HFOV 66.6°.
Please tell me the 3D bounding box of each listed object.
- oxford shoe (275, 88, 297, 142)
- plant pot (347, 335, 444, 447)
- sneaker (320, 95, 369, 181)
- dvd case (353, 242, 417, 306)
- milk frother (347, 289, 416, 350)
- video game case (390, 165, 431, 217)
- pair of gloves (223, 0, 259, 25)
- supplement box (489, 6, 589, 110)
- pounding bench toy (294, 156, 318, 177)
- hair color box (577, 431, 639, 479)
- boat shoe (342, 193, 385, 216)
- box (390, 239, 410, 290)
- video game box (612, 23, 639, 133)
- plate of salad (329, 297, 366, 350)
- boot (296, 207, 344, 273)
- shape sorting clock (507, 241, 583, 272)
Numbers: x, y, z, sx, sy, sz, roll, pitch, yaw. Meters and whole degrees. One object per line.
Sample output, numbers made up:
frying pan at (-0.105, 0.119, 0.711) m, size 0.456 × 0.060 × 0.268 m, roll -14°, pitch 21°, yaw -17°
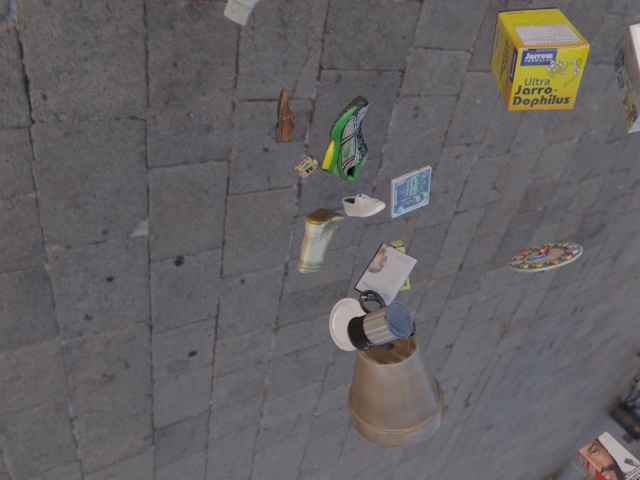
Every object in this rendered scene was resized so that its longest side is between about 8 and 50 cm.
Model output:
oxford shoe at (-0.120, -0.445, 1.742) m, size 0.076 × 0.076 × 0.212 m, roll 0°, pitch 138°, yaw -7°
plant pot at (0.232, 0.447, 1.581) m, size 0.323 × 0.323 × 0.280 m, roll -24°, pitch 121°, yaw -22°
sneaker at (0.114, -0.348, 1.688) m, size 0.134 × 0.146 × 0.343 m, roll -53°, pitch 168°, yaw -35°
dvd case at (0.284, 0.149, 2.132) m, size 0.253 × 0.180 × 0.022 m, roll -57°, pitch 153°, yaw -11°
milk frother at (0.143, 0.171, 1.141) m, size 0.129 × 0.143 × 0.135 m, roll 0°, pitch 159°, yaw -41°
video game case at (0.357, -0.191, 1.930) m, size 0.173 × 0.022 × 0.190 m, roll -22°, pitch 137°, yaw -14°
pair of gloves at (-0.272, -0.736, 1.357) m, size 0.240 × 0.042 × 0.204 m, roll 26°, pitch 134°, yaw -25°
supplement box at (0.673, -0.580, 1.542) m, size 0.194 × 0.356 × 0.195 m, roll 0°, pitch 131°, yaw 8°
pounding bench toy at (-0.052, -0.281, 1.873) m, size 0.065 × 0.083 × 0.052 m, roll -45°, pitch 105°, yaw -22°
hair color box at (0.707, 0.549, 1.146) m, size 0.093 × 0.167 × 0.053 m, roll -28°, pitch 127°, yaw -10°
boat shoe at (0.132, -0.118, 1.547) m, size 0.066 × 0.184 × 0.063 m, roll -37°, pitch 110°, yaw -19°
box at (0.388, 0.120, 2.375) m, size 0.058 × 0.087 × 0.232 m, roll -11°, pitch 106°, yaw 2°
video game box at (0.792, -0.399, 1.218) m, size 0.048 × 0.205 × 0.187 m, roll -8°, pitch 168°, yaw 16°
plate of salad at (0.111, 0.320, 1.863) m, size 0.048 × 0.200 × 0.200 m, roll 9°, pitch 117°, yaw -45°
boot at (0.000, 0.000, 1.709) m, size 0.262 × 0.095 × 0.203 m, roll -32°, pitch 137°, yaw -68°
shape sorting clock at (0.652, 0.045, 1.424) m, size 0.206 × 0.206 × 0.040 m, roll -24°, pitch 96°, yaw -22°
